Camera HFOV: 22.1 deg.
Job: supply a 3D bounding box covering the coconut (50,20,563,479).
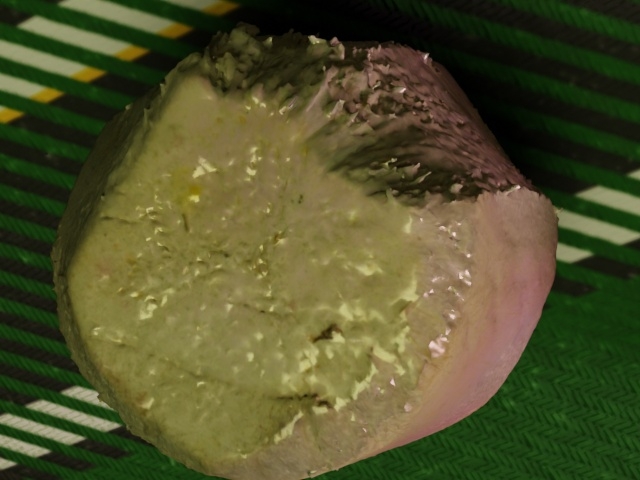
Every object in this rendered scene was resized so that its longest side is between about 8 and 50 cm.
[{"bbox_3d":[0.000,0.000,1.078,0.297,0.309,0.297,2,95,19],"label":"coconut"}]
